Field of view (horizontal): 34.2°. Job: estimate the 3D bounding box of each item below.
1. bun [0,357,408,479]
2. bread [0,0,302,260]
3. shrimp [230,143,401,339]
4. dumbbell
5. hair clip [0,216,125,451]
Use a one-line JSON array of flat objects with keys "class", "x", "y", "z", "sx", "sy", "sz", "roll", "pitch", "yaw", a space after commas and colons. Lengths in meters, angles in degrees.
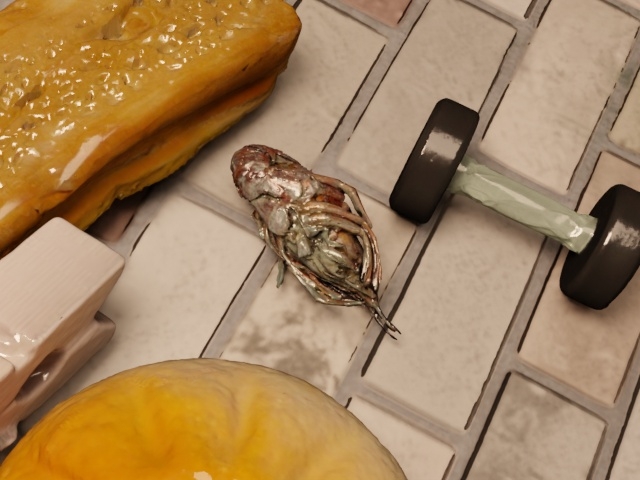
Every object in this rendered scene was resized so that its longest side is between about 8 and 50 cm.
[{"class": "bun", "x": -0.065, "y": 0.206, "z": 0.626, "sx": 0.299, "sy": 0.165, "sz": 0.299, "roll": 4, "pitch": 65, "yaw": -8}, {"class": "bread", "x": -0.194, "y": -0.103, "z": 0.782, "sx": 0.185, "sy": 0.109, "sz": 0.380, "roll": 42, "pitch": 63, "yaw": 15}, {"class": "shrimp", "x": 0.000, "y": 0.000, "z": 0.793, "sx": 0.190, "sy": 0.075, "sz": 0.073, "roll": 55, "pitch": 34, "yaw": 5}, {"class": "dumbbell", "x": 0.158, "y": -0.029, "z": 0.819, "sx": 0.191, "sy": 0.100, "sz": 0.100, "roll": 26, "pitch": 63, "yaw": 1}, {"class": "hair clip", "x": -0.239, "y": 0.108, "z": 0.603, "sx": 0.085, "sy": 0.101, "sz": 0.331, "roll": 28, "pitch": 44, "yaw": 11}]
